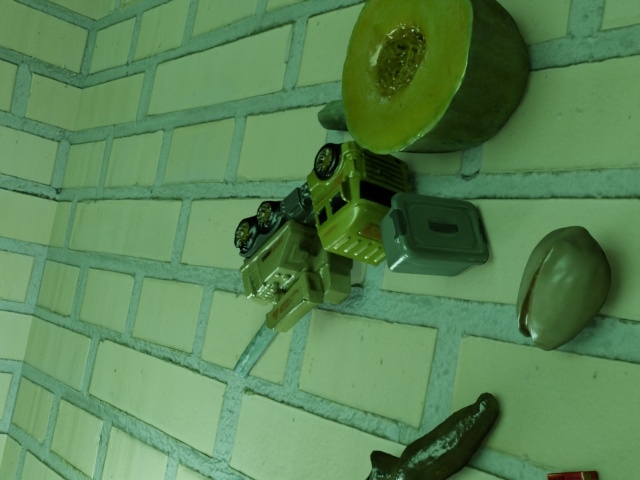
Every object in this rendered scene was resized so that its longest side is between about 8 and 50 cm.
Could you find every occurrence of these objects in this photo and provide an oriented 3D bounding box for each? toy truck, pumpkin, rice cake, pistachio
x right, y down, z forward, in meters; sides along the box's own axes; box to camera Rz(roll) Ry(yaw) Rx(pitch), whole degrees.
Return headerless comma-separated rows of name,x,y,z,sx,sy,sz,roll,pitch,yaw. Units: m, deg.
toy truck,0.000,0.000,1.497,0.405,0.181,0.254,-40,48,38
pumpkin,0.207,-0.295,1.342,0.332,0.199,0.332,-22,64,55
rice cake,-0.134,0.227,1.709,0.207,0.033,0.033,-55,32,25
pistachio,0.340,0.066,1.098,0.124,0.124,0.184,35,109,50

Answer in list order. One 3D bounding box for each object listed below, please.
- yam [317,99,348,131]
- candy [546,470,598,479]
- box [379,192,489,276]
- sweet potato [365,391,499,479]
yam,0.065,-0.257,1.590,0.169,0.068,0.068,16,91,51
candy,0.350,0.376,1.053,0.062,0.038,0.121,-23,61,46
box,0.181,-0.002,1.292,0.093,0.172,0.124,130,139,-51
sweet potato,0.173,0.340,1.248,0.286,0.085,0.112,-48,41,30
